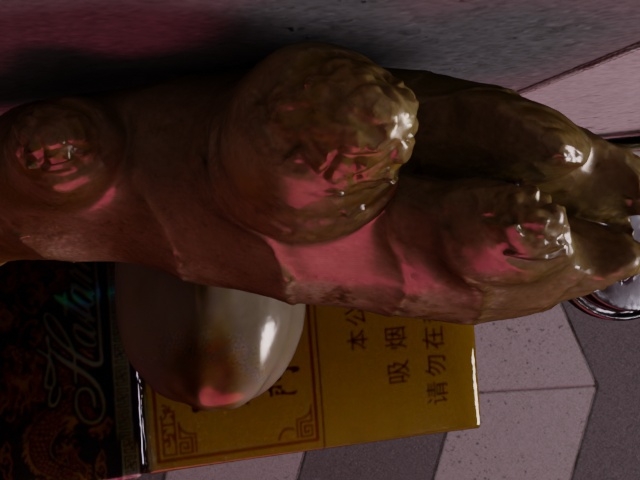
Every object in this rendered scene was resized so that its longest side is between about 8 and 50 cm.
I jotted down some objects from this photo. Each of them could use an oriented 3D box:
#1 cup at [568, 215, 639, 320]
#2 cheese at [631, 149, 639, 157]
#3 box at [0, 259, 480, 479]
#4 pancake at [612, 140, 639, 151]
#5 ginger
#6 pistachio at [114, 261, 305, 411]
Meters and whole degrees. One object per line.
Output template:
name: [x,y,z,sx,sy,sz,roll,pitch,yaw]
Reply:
cup: [0.336,-0.011,1.242,0.197,0.196,0.280,-3,-173,-12]
cheese: [0.371,-0.082,0.896,0.256,0.050,0.127,-4,179,16]
box: [-0.080,0.050,0.824,0.416,0.264,0.116,-3,180,-19]
pancake: [0.316,-0.093,1.000,0.108,0.017,0.108,-4,-177,0]
ginger: [-0.031,-0.013,0.498,0.376,0.166,0.236,-10,-167,-5]
pistachio: [-0.077,0.015,0.679,0.144,0.215,0.144,-6,154,-3]
